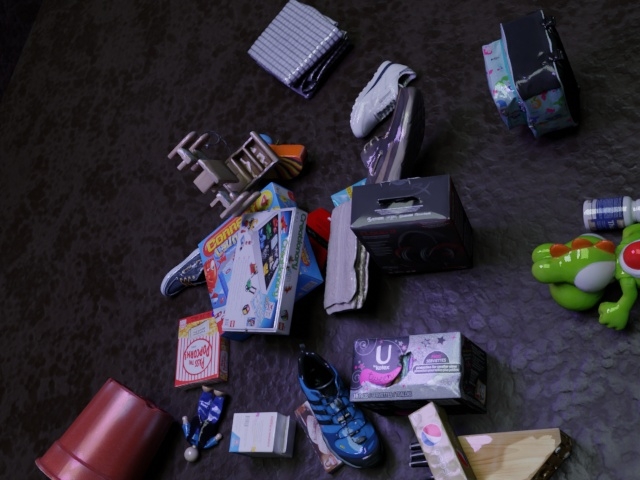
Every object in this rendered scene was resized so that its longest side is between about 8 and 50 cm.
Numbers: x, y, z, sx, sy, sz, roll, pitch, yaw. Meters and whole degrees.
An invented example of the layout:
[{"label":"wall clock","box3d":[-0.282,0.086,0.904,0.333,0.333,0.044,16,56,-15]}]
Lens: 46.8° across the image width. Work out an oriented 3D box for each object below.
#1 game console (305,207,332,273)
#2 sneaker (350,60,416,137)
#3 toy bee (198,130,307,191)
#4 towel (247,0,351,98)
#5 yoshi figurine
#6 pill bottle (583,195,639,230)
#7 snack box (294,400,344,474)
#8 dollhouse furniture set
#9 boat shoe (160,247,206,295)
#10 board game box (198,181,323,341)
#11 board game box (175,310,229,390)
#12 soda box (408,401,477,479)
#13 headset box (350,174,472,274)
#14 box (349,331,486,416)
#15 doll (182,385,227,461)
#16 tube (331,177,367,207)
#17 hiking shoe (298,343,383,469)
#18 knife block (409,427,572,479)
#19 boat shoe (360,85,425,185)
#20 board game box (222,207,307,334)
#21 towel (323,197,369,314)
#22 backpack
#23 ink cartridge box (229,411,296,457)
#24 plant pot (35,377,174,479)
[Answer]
[{"label":"game console","box3d":[0.000,0.000,1.951,0.124,0.085,0.144,-30,46,-22]},{"label":"sneaker","box3d":[0.166,-0.376,1.994,0.094,0.090,0.235,27,84,30]},{"label":"toy bee","box3d":[-0.178,-0.224,2.120,0.298,0.162,0.195,28,54,26]},{"label":"towel","box3d":[-0.060,-0.576,2.225,0.235,0.121,0.283,-48,48,2]},{"label":"yoshi figurine","box3d":[0.602,0.068,1.449,0.362,0.203,0.203,2,107,19]},{"label":"pill bottle","box3d":[0.614,-0.057,1.537,0.120,0.067,0.067,-5,64,32]},{"label":"snack box","box3d":[0.004,0.447,1.710,0.064,0.022,0.178,-41,51,7]},{"label":"dollhouse furniture set","box3d":[-0.225,-0.193,1.908,0.161,0.242,0.212,-43,83,15]},{"label":"boat shoe","box3d":[-0.376,0.106,2.111,0.183,0.065,0.083,-46,49,4]},{"label":"board game box","box3d":[-0.168,0.058,1.948,0.308,0.086,0.302,-38,52,25]},{"label":"board game box","box3d":[-0.315,0.293,1.987,0.146,0.045,0.194,-17,58,26]},{"label":"soda box","box3d":[0.239,0.411,1.436,0.061,0.058,0.181,-35,50,16]},{"label":"headset box","box3d":[0.203,-0.034,1.632,0.218,0.293,0.110,-5,63,20]},{"label":"box","box3d":[0.207,0.284,1.567,0.247,0.163,0.142,-10,62,29]},{"label":"doll","box3d":[-0.302,0.469,1.886,0.129,0.046,0.189,13,80,28]},{"label":"tube","box3d":[0.125,-0.132,1.916,0.207,0.052,0.080,-31,60,21]},{"label":"hiking shoe","box3d":[0.027,0.375,1.645,0.113,0.132,0.304,-33,50,-11]},{"label":"knife block","box3d":[0.320,0.424,1.469,0.276,0.088,0.242,-51,51,1]},{"label":"boat shoe","box3d":[0.160,-0.202,1.798,0.130,0.132,0.356,14,97,22]},{"label":"board game box","box3d":[-0.138,0.077,1.814,0.193,0.053,0.306,-4,71,42]},{"label":"towel","box3d":[0.063,0.034,1.782,0.187,0.049,0.282,153,123,-65]},{"label":"backpack","box3d":[0.482,-0.354,1.661,0.191,0.253,0.225,-20,60,29]},{"label":"ink cartridge box","box3d":[-0.128,0.461,1.746,0.143,0.090,0.092,-8,63,29]},{"label":"plant pot","box3d":[-0.531,0.515,1.891,0.272,0.272,0.265,19,70,39]}]
